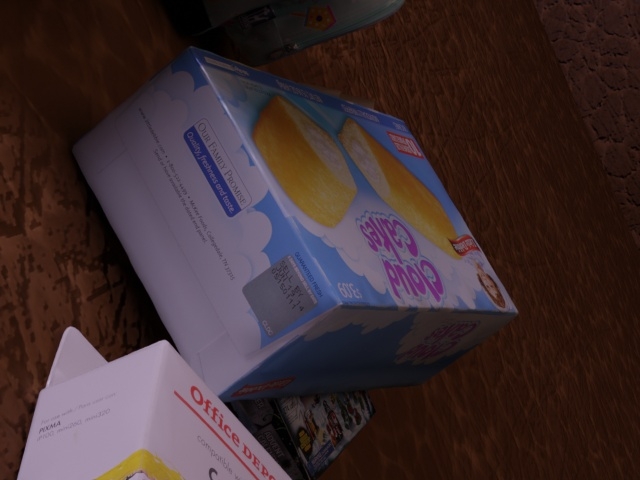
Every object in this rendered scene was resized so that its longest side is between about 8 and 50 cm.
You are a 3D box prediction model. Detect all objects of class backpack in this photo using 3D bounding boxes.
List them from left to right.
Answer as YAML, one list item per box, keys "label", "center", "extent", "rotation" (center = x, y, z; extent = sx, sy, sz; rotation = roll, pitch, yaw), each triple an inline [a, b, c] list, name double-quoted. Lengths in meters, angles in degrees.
- label: "backpack"
  center: [-0.007, -0.212, 0.870]
  extent: [0.144, 0.188, 0.166]
  rotation: [56, 21, -29]

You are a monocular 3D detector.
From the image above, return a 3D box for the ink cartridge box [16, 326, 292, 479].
- label: "ink cartridge box"
  center: [-0.063, 0.124, 0.535]
  extent: [0.115, 0.067, 0.198]
  rotation: [54, 23, -33]

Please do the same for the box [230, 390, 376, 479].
- label: "box"
  center: [-0.014, 0.081, 0.775]
  extent: [0.094, 0.027, 0.137]
  rotation: [65, 19, -2]

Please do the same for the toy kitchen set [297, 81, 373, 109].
- label: "toy kitchen set"
  center: [-0.014, -0.053, 0.872]
  extent: [0.075, 0.083, 0.068]
  rotation: [-87, -170, -50]

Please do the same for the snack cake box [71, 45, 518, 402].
- label: "snack cake box"
  center: [0.000, 0.000, 0.742]
  extent: [0.152, 0.089, 0.264]
  rotation: [59, 20, 17]
